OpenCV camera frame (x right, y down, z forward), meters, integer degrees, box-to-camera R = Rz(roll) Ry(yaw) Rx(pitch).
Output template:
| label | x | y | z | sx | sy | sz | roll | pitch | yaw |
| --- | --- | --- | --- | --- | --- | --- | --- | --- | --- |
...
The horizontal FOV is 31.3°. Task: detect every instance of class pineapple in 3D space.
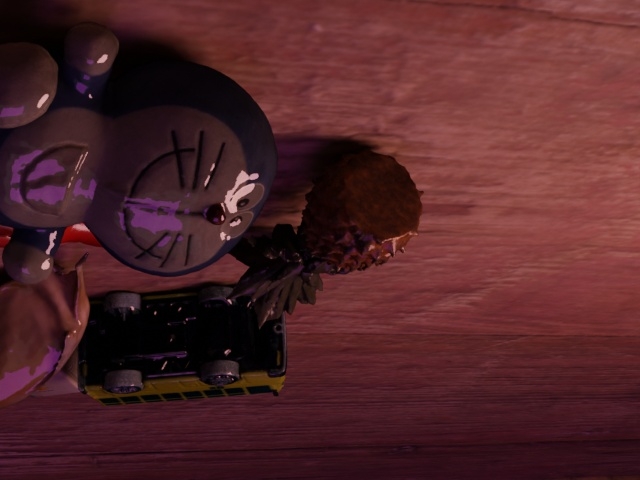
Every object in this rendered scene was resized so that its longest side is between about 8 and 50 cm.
| label | x | y | z | sx | sy | sz | roll | pitch | yaw |
| --- | --- | --- | --- | --- | --- | --- | --- | --- | --- |
| pineapple | 0.000 | 0.000 | 1.188 | 0.130 | 0.119 | 0.277 | -45 | -174 | -35 |

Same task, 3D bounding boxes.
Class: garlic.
| label | x | y | z | sx | sy | sz | roll | pitch | yaw |
| --- | --- | --- | --- | --- | --- | --- | --- | --- | --- |
| garlic | -0.388 | 0.115 | 1.360 | 0.338 | 0.151 | 0.196 | -12 | 146 | 12 |

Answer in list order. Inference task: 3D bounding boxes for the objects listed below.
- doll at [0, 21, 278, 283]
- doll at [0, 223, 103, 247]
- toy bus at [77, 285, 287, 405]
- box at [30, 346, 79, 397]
| label | x | y | z | sx | sy | sz | roll | pitch | yaw |
| --- | --- | --- | --- | --- | --- | --- | --- | --- | --- |
| doll | -0.162 | -0.059 | 0.904 | 0.258 | 0.154 | 0.228 | 14 | 117 | -18 |
| doll | -0.294 | -0.032 | 1.059 | 0.384 | 0.099 | 0.188 | -2 | 159 | -27 |
| toy bus | -0.170 | 0.137 | 1.473 | 0.262 | 0.128 | 0.150 | -5 | 160 | 2 |
| box | -0.471 | 0.171 | 1.565 | 0.256 | 0.069 | 0.164 | -6 | 159 | 2 |
